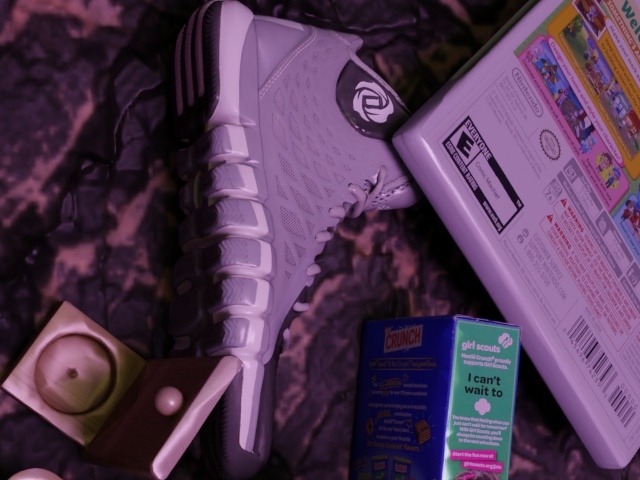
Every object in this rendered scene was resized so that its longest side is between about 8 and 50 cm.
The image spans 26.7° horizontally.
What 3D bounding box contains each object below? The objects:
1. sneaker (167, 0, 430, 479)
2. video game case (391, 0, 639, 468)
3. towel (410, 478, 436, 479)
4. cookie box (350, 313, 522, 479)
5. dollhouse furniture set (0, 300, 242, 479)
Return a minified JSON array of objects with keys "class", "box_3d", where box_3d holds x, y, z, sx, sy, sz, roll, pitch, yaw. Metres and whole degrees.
[{"class":"sneaker","box_3d":[0.000,0.000,0.647,0.132,0.086,0.229,3,83,-26]},{"class":"video game case","box_3d":[0.149,-0.023,0.712,0.193,0.023,0.212,-45,110,-33]},{"class":"towel","box_3d":[-0.080,0.195,0.555,0.282,0.049,0.187,-9,132,-24]},{"class":"cookie box","box_3d":[0.054,0.092,0.656,0.040,0.092,0.107,9,82,-25]},{"class":"dollhouse furniture set","box_3d":[-0.148,0.066,0.553,0.151,0.123,0.144,39,71,-15]}]
